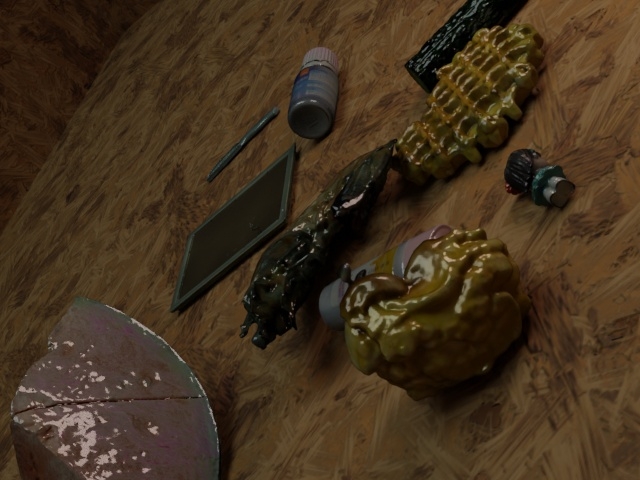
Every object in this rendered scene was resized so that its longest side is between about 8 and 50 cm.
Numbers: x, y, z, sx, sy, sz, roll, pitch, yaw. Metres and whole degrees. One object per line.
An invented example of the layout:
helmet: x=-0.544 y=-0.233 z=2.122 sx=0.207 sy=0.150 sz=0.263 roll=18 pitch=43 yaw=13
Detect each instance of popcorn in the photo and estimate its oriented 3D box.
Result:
popcorn: x=0.120 y=0.085 z=1.175 sx=0.194 sy=0.163 sz=0.140 roll=-24 pitch=39 yaw=-15

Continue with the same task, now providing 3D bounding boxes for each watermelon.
watermelon: x=-0.285 y=0.292 z=1.513 sx=0.222 sy=0.319 sz=0.292 roll=-59 pitch=-2 yaw=34

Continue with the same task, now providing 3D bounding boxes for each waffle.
waffle: x=0.199 y=-0.191 z=1.540 sx=0.249 sy=0.056 sz=0.253 roll=-29 pitch=33 yaw=42

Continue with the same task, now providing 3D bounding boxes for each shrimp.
shrimp: x=0.000 y=0.000 z=1.494 sx=0.272 sy=0.085 sz=0.445 roll=-46 pitch=7 yaw=29

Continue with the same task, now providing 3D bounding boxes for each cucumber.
cucumber: x=0.243 y=-0.339 z=1.667 sx=0.293 sy=0.067 sz=0.067 roll=-46 pitch=23 yaw=8

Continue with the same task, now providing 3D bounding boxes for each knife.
knife: x=-0.156 y=-0.192 z=2.249 sx=0.210 sy=0.015 sz=0.028 roll=-43 pitch=30 yaw=20

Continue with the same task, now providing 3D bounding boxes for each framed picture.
framed picture: x=-0.146 y=-0.020 z=1.970 sx=0.293 sy=0.018 sz=0.231 roll=-38 pitch=26 yaw=28

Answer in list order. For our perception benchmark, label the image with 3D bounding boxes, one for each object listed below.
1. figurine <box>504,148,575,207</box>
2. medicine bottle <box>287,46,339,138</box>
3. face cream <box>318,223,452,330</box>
figurine: x=0.245 y=-0.066 z=1.285 sx=0.106 sy=0.047 sz=0.060 roll=-133 pitch=47 yaw=-60
medicine bottle: x=-0.007 y=-0.264 z=1.995 sx=0.083 sy=0.083 sz=0.203 roll=-37 pitch=25 yaw=31
face cream: x=0.082 y=0.049 z=1.391 sx=0.198 sy=0.057 sz=0.084 roll=-32 pitch=33 yaw=40
